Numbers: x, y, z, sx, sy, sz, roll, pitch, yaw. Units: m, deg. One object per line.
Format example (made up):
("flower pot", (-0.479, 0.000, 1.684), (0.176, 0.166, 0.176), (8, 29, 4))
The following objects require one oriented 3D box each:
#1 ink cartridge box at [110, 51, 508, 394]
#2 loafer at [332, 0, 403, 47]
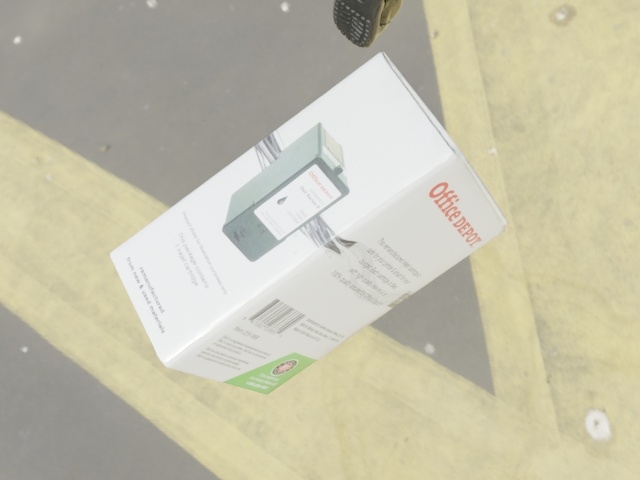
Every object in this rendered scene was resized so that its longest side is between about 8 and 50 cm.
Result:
("ink cartridge box", (0.000, 0.000, 0.828), (0.289, 0.211, 0.122), (-35, 65, 8))
("loafer", (0.065, -0.299, 0.999), (0.080, 0.220, 0.078), (42, 67, 7))
